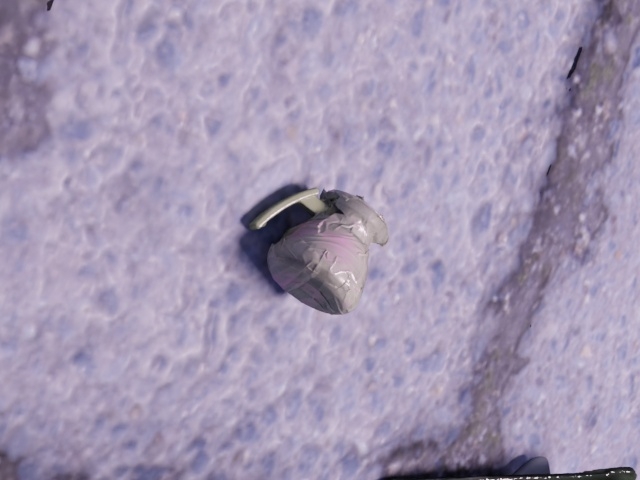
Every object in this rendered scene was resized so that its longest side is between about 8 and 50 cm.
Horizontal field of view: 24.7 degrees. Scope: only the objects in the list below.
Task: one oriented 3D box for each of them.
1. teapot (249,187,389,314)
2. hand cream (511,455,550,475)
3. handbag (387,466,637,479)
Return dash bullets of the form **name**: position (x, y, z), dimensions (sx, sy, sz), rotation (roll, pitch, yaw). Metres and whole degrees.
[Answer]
- **teapot**: position (0.000, 0.000, 0.900), dimensions (0.083, 0.064, 0.064), rotation (38, 68, -13)
- **hand cream**: position (0.180, 0.289, 1.193), dimensions (0.079, 0.048, 0.255), rotation (-39, 126, -33)
- **handbag**: position (0.134, 0.296, 1.093), dimensions (0.260, 0.079, 0.247), rotation (-2, 108, -31)
